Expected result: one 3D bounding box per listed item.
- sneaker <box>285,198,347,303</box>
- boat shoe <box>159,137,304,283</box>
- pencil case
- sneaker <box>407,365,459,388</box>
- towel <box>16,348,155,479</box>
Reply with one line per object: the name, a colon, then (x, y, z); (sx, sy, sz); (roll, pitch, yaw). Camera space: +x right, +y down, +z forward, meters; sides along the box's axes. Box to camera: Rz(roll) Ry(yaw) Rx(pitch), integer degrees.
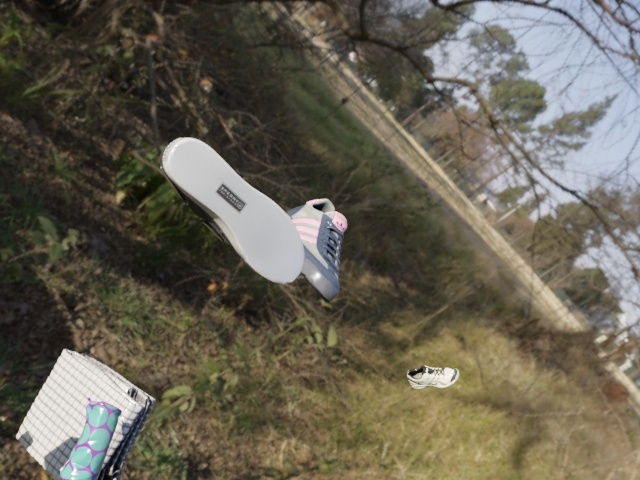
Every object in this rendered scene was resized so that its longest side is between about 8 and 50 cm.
sneaker: (0.000, 0.000, 1.182); (0.112, 0.131, 0.319); (55, 3, -31)
boat shoe: (-0.112, -0.034, 0.747); (0.228, 0.080, 0.076); (43, -15, -26)
pencil case: (-0.427, 0.377, 1.124); (0.070, 0.151, 0.064); (18, -21, -3)
sneaker: (0.179, 0.216, 0.967); (0.032, 0.083, 0.037); (-84, 150, -48)
towel: (-0.522, 0.405, 1.362); (0.284, 0.235, 0.121); (21, -14, 32)
